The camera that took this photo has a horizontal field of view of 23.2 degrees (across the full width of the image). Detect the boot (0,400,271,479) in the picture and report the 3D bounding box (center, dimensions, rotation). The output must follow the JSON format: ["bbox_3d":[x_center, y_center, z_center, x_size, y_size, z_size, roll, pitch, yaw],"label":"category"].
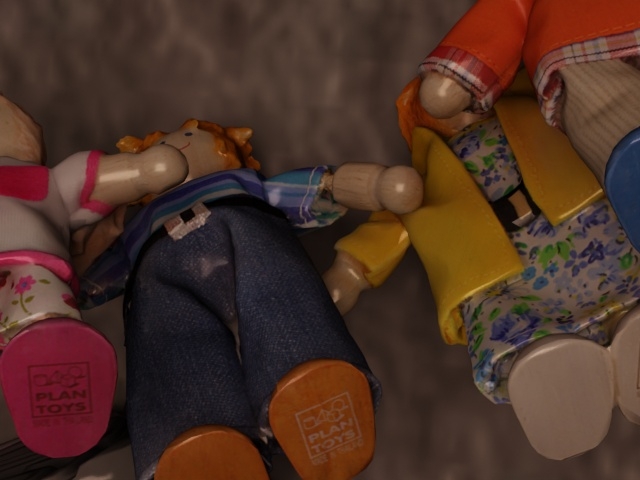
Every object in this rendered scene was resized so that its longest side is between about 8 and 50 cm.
[{"bbox_3d":[-0.120,0.306,0.460,0.367,0.146,0.445,-18,94,8],"label":"boot"}]

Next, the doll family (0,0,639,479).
[{"bbox_3d":[0.000,0.000,0.416,0.263,0.163,0.118,-18,123,-1],"label":"doll family"}]
